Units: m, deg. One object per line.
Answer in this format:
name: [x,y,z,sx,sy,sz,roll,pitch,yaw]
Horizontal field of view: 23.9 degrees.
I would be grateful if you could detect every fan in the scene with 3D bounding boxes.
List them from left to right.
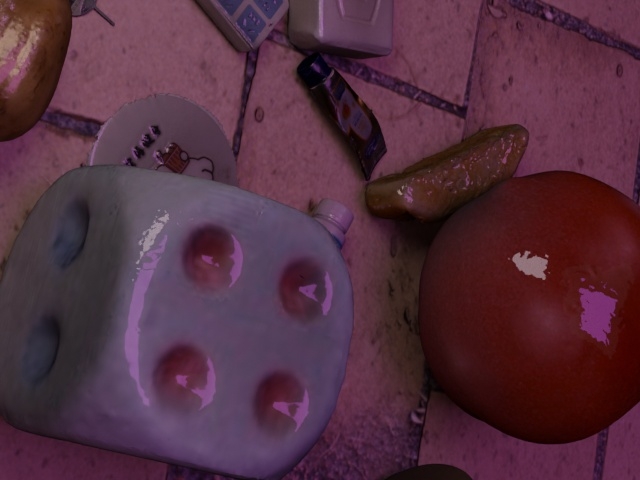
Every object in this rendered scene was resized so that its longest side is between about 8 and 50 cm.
fan: [-0.252,-0.250,1.572,0.060,0.003,0.080,-33,108,-33]
fan: [-0.122,-0.021,1.661,0.329,0.009,0.191,47,62,-26]

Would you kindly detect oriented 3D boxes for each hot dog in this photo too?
hot dog: [0.159,-0.073,1.835,0.242,0.084,0.073,-26,108,-36]

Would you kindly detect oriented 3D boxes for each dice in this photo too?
dice: [-0.147,0.083,1.476,0.268,0.264,0.263,18,79,-35]

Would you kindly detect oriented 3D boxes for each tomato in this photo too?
tomato: [0.261,0.072,1.769,0.321,0.321,0.322,1,88,-38]

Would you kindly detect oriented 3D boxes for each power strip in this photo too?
power strip: [-0.112,-0.294,1.662,0.192,0.035,0.081,49,62,-27]

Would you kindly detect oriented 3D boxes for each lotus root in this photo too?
lotus root: [-0.315,-0.166,1.452,0.125,0.118,0.221,23,75,-1]

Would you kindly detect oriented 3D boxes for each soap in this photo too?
soap: [0.025,-0.308,1.750,0.121,0.063,0.183,4,87,-40]

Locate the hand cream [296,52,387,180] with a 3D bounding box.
hand cream: [0.030,-0.147,1.767,0.163,0.039,0.062,53,44,-26]

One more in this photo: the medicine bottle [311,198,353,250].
medicine bottle: [0.000,0.000,1.727,0.052,0.052,0.089,42,65,-29]

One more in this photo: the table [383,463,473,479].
table: [0.152,0.399,1.784,0.167,0.167,0.227,-49,125,-28]
